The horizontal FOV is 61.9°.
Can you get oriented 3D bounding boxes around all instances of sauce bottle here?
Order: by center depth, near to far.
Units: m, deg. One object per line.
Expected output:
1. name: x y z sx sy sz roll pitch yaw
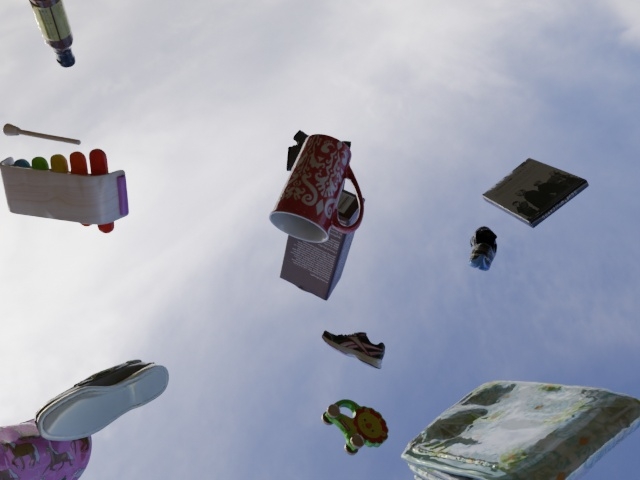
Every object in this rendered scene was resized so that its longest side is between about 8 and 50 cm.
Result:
1. sauce bottle: -0.366 -0.292 0.734 0.042 0.128 0.042 6 -117 -11

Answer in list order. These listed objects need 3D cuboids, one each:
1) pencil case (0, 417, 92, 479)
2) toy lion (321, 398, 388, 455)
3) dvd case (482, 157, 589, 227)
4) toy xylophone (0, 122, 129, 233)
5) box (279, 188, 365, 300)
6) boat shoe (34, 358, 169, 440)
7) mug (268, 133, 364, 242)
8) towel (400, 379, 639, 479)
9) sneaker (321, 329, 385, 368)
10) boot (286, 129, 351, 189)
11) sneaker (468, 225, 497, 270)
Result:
1. pencil case: -0.614 0.437 1.031 0.160 0.386 0.167 33 -94 16
2. toy lion: 0.066 0.314 0.917 0.096 0.034 0.100 -17 -125 -44
3. dvd case: 0.572 -0.135 1.449 0.179 0.030 0.239 -38 -154 2
4. toy xylophone: -0.598 -0.142 1.221 0.322 0.236 0.081 15 -154 6
5. box: 0.000 0.000 1.745 0.191 0.382 0.143 26 -138 11
6. boat shoe: -0.485 0.345 1.181 0.091 0.109 0.305 10 -165 36
7. mug: 0.003 -0.088 0.968 0.113 0.150 0.169 -18 -131 60
8. towel: 0.360 0.374 1.021 0.320 0.374 0.090 -27 -89 -24
9. sneaker: 0.092 0.276 1.431 0.178 0.072 0.077 24 -105 7
10. boot: -0.020 -0.236 1.896 0.222 0.118 0.338 10 -126 0
11. sneaker: 0.382 0.006 1.229 0.067 0.078 0.188 22 -154 11
